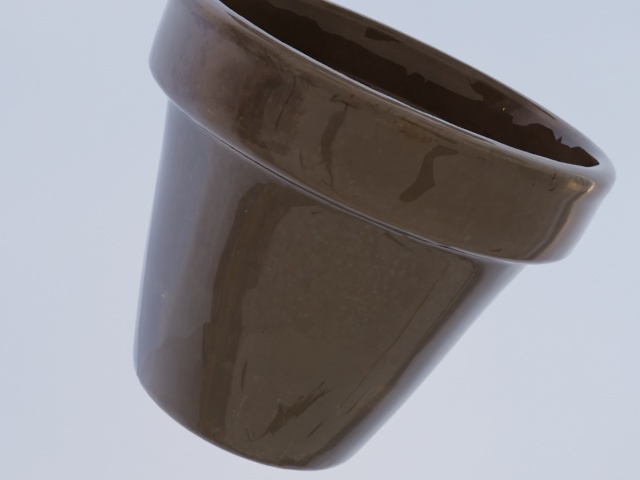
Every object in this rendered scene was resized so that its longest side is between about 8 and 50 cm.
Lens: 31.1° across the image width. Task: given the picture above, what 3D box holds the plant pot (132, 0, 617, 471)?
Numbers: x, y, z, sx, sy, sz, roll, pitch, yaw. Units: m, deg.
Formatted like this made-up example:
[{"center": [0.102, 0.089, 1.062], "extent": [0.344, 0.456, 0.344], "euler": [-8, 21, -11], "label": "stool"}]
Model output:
[{"center": [0.000, 0.000, 0.657], "extent": [0.263, 0.263, 0.229], "euler": [17, -71, -27], "label": "plant pot"}]
